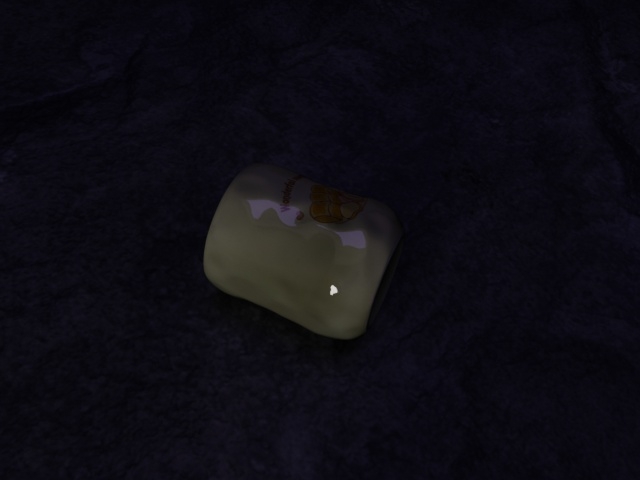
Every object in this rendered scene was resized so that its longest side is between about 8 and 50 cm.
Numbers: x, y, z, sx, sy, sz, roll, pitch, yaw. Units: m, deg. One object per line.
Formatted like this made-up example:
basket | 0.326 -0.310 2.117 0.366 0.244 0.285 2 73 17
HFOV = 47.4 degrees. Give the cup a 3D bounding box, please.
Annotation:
cup | -0.008 0.018 0.916 0.202 0.255 0.173 21 87 11
